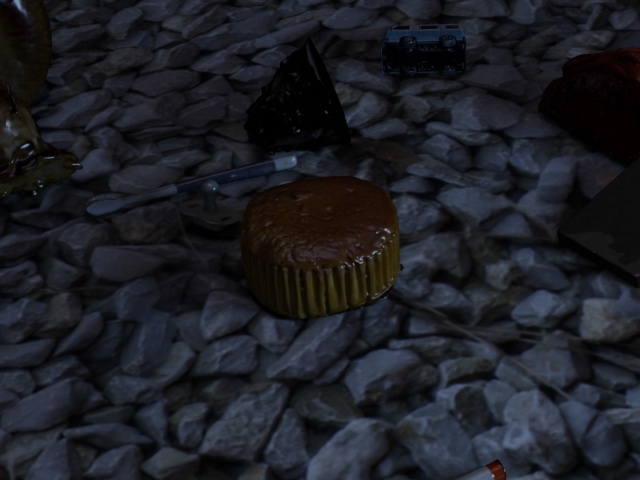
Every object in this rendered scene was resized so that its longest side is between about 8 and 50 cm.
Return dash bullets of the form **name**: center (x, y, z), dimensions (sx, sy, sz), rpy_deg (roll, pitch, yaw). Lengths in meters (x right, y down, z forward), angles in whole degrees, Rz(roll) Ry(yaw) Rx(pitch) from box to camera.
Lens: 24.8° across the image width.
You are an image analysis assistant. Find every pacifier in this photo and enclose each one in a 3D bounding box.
- **pacifier**: center (-0.138, -0.048, 1.864), dimensions (0.083, 0.064, 0.068), rpy_deg (21, 29, 30)

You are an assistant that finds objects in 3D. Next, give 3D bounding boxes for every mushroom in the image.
- **mushroom**: center (-0.525, -0.238, 1.971), dimensions (0.331, 0.334, 0.356), rpy_deg (-13, 29, -8)

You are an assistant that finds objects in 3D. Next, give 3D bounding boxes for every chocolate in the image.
- **chocolate**: center (-0.043, -0.175, 1.967), dimensions (0.133, 0.156, 0.156), rpy_deg (-24, 39, 6)

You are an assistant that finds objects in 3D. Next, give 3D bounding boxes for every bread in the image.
- **bread**: center (0.000, -0.001, 1.752), dimensions (0.199, 0.104, 0.199), rpy_deg (-3, 41, 3)

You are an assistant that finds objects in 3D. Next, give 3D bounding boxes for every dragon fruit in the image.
- **dragon fruit**: center (0.459, -0.201, 1.901), dimensions (0.205, 0.152, 0.317), rpy_deg (-29, 44, -28)

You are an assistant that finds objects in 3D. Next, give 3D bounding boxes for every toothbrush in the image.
- **toothbrush**: center (-0.171, -0.074, 1.934), dimensions (0.288, 0.024, 0.026), rpy_deg (-14, 25, -8)

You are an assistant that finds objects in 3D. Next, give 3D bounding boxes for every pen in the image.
- **pen**: center (0.082, 0.278, 1.456), dimensions (0.239, 0.028, 0.028), rpy_deg (-22, 41, -19)

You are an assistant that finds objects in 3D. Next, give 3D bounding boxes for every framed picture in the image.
- **framed picture**: center (0.391, -0.028, 1.770), dimensions (0.168, 0.023, 0.128), rpy_deg (-40, 49, -19)

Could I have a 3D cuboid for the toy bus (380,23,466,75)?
- **toy bus**: center (0.149, -0.281, 2.114), dimensions (0.123, 0.060, 0.075), rpy_deg (0, 35, 4)
